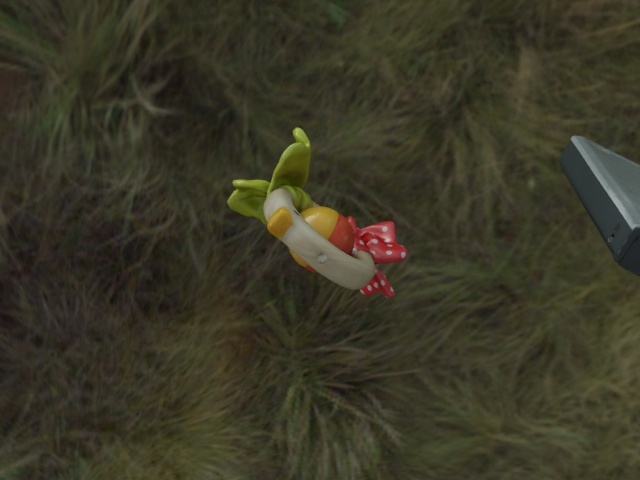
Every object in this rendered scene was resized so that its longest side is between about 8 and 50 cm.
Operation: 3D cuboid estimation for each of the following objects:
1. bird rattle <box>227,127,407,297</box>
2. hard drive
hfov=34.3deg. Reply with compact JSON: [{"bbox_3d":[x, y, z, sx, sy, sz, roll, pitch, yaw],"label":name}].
[{"bbox_3d":[0.000,0.000,1.303,0.143,0.207,0.253,-40,104,13],"label":"bird rattle"},{"bbox_3d":[0.169,-0.004,0.496,0.094,0.135,0.022,25,110,-8],"label":"hard drive"}]
